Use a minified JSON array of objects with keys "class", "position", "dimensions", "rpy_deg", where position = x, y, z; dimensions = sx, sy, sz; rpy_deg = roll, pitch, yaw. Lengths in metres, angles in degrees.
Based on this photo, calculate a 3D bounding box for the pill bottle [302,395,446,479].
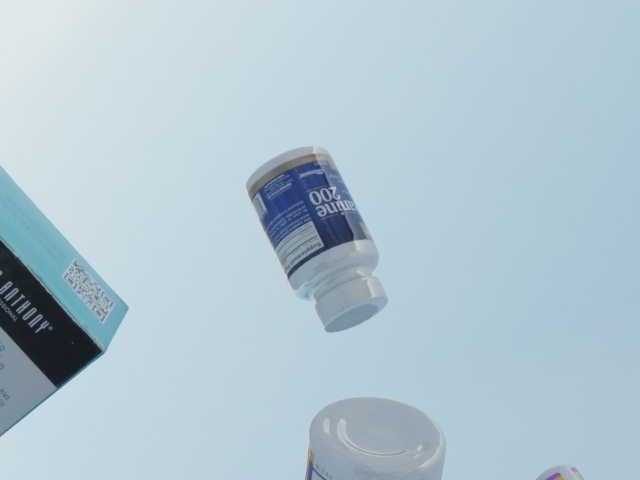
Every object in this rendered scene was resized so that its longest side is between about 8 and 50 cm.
[{"class":"pill bottle","position":[0.036,0.231,1.436],"dimensions":[0.112,0.112,0.187],"rpy_deg":[-103,-162,-62]}]

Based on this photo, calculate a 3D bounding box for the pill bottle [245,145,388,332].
[{"class":"pill bottle","position":[0.000,0.000,1.228],"dimensions":[0.067,0.067,0.120],"rpy_deg":[-38,-112,31]}]

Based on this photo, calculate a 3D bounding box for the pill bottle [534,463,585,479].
[{"class":"pill bottle","position":[0.187,0.204,1.273],"dimensions":[0.043,0.043,0.083],"rpy_deg":[-46,-128,15]}]

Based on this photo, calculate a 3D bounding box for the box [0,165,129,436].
[{"class":"box","position":[-0.215,0.078,0.841],"dimensions":[0.244,0.100,0.060],"rpy_deg":[-38,-170,15]}]
